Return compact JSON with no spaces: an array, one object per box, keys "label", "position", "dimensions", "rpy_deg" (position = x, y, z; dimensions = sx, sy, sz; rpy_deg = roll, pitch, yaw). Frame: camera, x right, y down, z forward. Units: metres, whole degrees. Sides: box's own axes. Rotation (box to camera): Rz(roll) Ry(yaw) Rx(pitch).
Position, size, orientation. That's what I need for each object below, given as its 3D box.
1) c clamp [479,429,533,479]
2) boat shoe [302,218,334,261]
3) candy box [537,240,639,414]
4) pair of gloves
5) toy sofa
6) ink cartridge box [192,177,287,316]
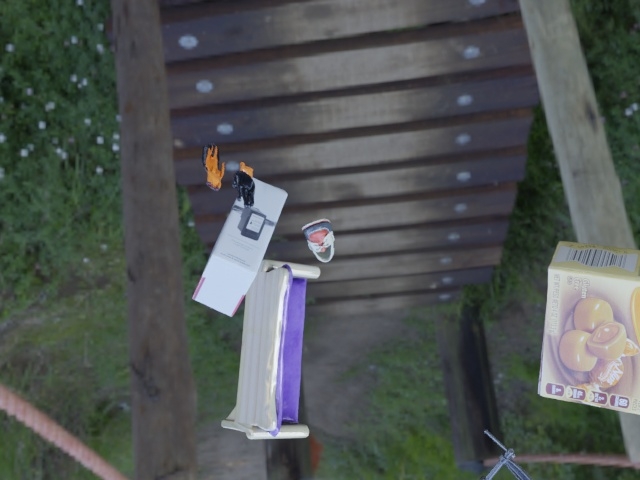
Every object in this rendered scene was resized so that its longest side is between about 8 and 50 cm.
[{"label":"c clamp","position":[0.334,0.431,1.625],"dimensions":[0.022,0.137,0.161],"rpy_deg":[-31,149,-34]},{"label":"boat shoe","position":[0.000,0.000,1.489],"dimensions":[0.049,0.043,0.137],"rpy_deg":[-15,163,0]},{"label":"candy box","position":[0.425,0.115,1.040],"dimensions":[0.316,0.183,0.087],"rpy_deg":[8,-152,22]},{"label":"pair of gloves","position":[-0.109,-0.076,1.058],"dimensions":[0.010,0.074,0.083],"rpy_deg":[-34,132,29]},{"label":"toy sofa","position":[-0.084,0.226,1.853],"dimensions":[0.150,0.363,0.177],"rpy_deg":[10,171,-41]},{"label":"ink cartridge box","position":[-0.105,0.006,1.177],"dimensions":[0.063,0.150,0.109],"rpy_deg":[24,139,-6]}]
